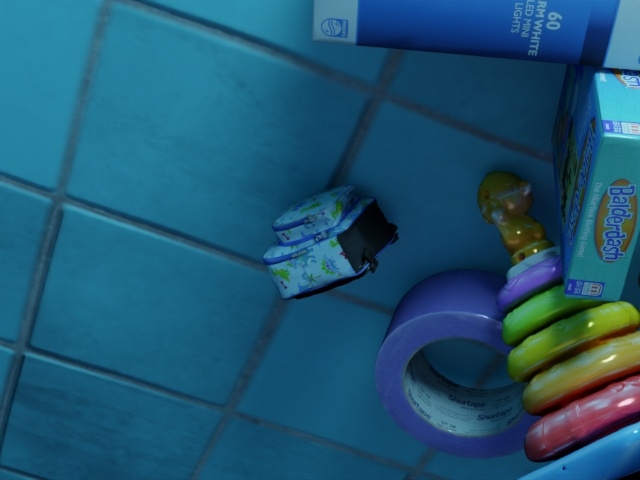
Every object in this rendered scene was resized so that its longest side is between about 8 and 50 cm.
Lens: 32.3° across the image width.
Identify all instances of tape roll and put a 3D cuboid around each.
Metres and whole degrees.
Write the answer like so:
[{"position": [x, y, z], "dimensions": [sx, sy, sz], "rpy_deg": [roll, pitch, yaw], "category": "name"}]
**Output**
[{"position": [0.156, 0.129, 1.145], "dimensions": [0.189, 0.080, 0.189], "rpy_deg": [9, 124, 14], "category": "tape roll"}]

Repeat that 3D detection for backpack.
[{"position": [0.000, 0.000, 1.069], "dimensions": [0.114, 0.105, 0.084], "rpy_deg": [-25, 101, 28], "category": "backpack"}]

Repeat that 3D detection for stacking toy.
[{"position": [0.219, 0.069, 1.009], "dimensions": [0.166, 0.302, 0.175], "rpy_deg": [-9, 157, -37], "category": "stacking toy"}]

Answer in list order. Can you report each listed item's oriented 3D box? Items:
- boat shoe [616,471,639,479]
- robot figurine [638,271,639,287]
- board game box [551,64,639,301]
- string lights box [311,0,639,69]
[{"position": [0.314, 0.210, 1.227], "dimensions": [0.081, 0.068, 0.228], "rpy_deg": [-25, 123, 28], "category": "boat shoe"}, {"position": [0.396, -0.012, 0.945], "dimensions": [0.209, 0.173, 0.278], "rpy_deg": [-13, 130, 42], "category": "robot figurine"}, {"position": [0.225, -0.080, 0.888], "dimensions": [0.047, 0.210, 0.160], "rpy_deg": [6, 133, 4], "category": "board game box"}, {"position": [0.129, -0.204, 0.843], "dimensions": [0.260, 0.133, 0.077], "rpy_deg": [6, 131, 4], "category": "string lights box"}]
